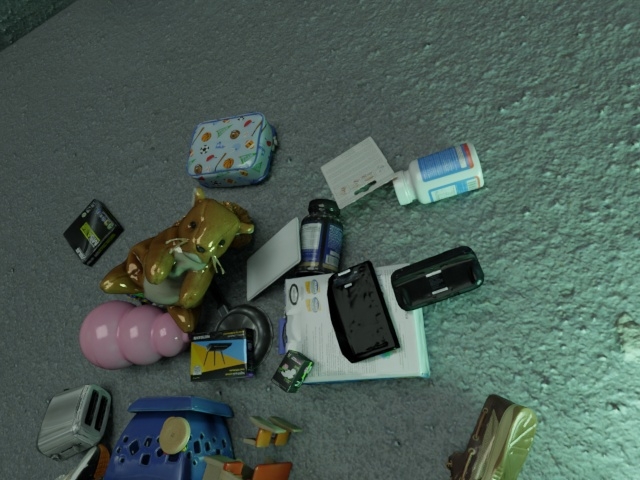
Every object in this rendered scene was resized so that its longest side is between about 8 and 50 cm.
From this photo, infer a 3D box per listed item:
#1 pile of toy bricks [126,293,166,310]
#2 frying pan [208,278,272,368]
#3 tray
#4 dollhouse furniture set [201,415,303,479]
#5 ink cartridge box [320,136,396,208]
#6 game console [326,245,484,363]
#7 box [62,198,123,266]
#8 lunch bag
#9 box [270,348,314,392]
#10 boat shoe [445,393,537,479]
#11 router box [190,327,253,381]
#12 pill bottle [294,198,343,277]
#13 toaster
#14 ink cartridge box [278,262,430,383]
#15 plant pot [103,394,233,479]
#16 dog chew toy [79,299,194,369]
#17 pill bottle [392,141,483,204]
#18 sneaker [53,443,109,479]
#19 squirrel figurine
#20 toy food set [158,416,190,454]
[{"bbox_3d":[-0.552,0.140,1.485,0.212,0.118,0.105,8,42,34],"label":"pile of toy bricks"},{"bbox_3d":[-0.247,0.222,1.354,0.197,0.053,0.326,-20,68,14],"label":"frying pan"},{"bbox_3d":[-0.130,0.060,1.308,0.270,0.030,0.145,-38,44,40],"label":"tray"},{"bbox_3d":[-0.151,0.562,1.066,0.135,0.259,0.262,8,76,35],"label":"dollhouse furniture set"},{"bbox_3d":[0.110,-0.184,1.315,0.181,0.056,0.225,-30,44,9],"label":"ink cartridge box"},{"bbox_3d":[0.190,0.128,1.045,0.361,0.044,0.213,-22,66,14],"label":"game console"},{"bbox_3d":[-0.837,-0.032,1.687,0.184,0.045,0.190,-47,60,-2],"label":"box"},{"bbox_3d":[-0.292,-0.304,1.531,0.303,0.115,0.243,-2,68,22],"label":"lunch bag"},{"bbox_3d":[-0.064,0.305,1.071,0.052,0.062,0.083,29,85,29],"label":"box"},{"bbox_3d":[0.338,0.498,0.988,0.123,0.123,0.342,17,82,57],"label":"boat shoe"},{"bbox_3d":[-0.274,0.319,1.278,0.178,0.046,0.133,-11,71,19],"label":"router box"},{"bbox_3d":[0.000,0.000,1.291,0.122,0.123,0.219,0,70,22],"label":"pill bottle"},{"bbox_3d":[-0.727,0.529,1.374,0.146,0.129,0.227,-22,39,9],"label":"toaster"},{"bbox_3d":[0.057,0.221,1.168,0.395,0.151,0.270,-9,69,17],"label":"ink cartridge box"},{"bbox_3d":[-0.370,0.521,1.189,0.236,0.236,0.212,-8,63,20],"label":"plant pot"},{"bbox_3d":[-0.536,0.279,1.369,0.331,0.206,0.207,-4,69,12],"label":"dog chew toy"},{"bbox_3d":[0.309,-0.171,1.229,0.221,0.124,0.124,-16,66,15],"label":"pill bottle"},{"bbox_3d":[-0.727,0.704,1.341,0.121,0.099,0.262,26,81,32],"label":"sneaker"},{"bbox_3d":[-0.349,0.000,1.296,0.370,0.281,0.397,-48,12,33],"label":"squirrel figurine"},{"bbox_3d":[-0.339,0.454,1.069,0.083,0.020,0.083,-3,59,19],"label":"toy food set"}]
